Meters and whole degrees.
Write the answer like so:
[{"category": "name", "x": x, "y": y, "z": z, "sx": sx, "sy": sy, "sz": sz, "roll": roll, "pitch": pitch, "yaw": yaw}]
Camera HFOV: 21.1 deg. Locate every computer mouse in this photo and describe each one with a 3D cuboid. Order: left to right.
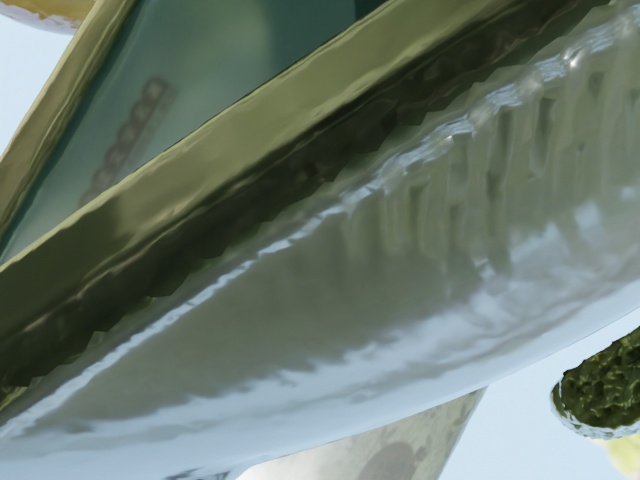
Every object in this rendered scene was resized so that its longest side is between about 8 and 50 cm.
[{"category": "computer mouse", "x": 0.025, "y": 0.002, "z": 0.485, "sx": 0.331, "sy": 0.197, "sz": 0.095, "roll": -33, "pitch": -106, "yaw": 13}]

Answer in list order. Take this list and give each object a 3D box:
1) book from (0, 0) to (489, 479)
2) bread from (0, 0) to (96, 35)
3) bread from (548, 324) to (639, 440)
[{"category": "book", "x": 0.000, "y": 0.000, "z": 0.759, "sx": 0.031, "sy": 0.379, "sz": 0.264, "roll": 28, "pitch": -92, "yaw": 35}, {"category": "bread", "x": -0.081, "y": -0.250, "z": 0.942, "sx": 0.211, "sy": 0.315, "sz": 0.270, "roll": -170, "pitch": -109, "yaw": -69}, {"category": "bread", "x": 0.250, "y": 0.015, "z": 0.830, "sx": 0.286, "sy": 0.207, "sz": 0.056, "roll": -38, "pitch": -105, "yaw": 42}]
